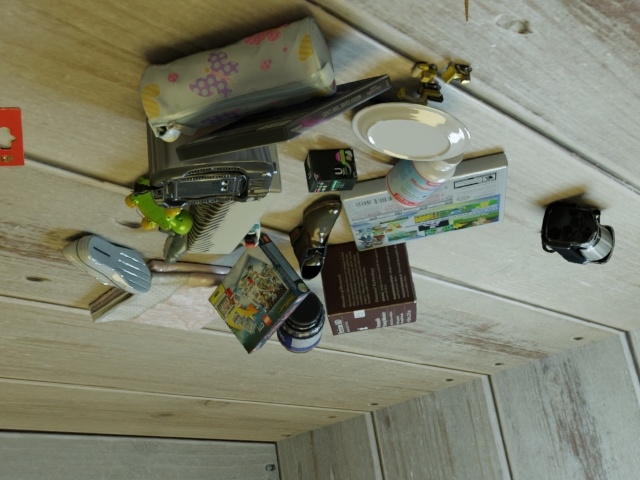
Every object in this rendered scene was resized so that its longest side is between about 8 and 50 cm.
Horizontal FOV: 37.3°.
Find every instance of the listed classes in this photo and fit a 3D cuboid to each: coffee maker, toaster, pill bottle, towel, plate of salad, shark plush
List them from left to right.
[{"bbox_3d":[-0.335,0.137,2.237,0.316,0.053,0.332,8,154,-38],"label":"towel"},{"bbox_3d":[-0.246,-0.004,1.892,0.161,0.067,0.073,-16,158,16],"label":"shark plush"},{"bbox_3d":[-0.185,-0.139,1.469,0.226,0.147,0.129,-6,158,-10],"label":"toaster"},{"bbox_3d":[-0.050,0.203,2.424,0.122,0.123,0.219,-7,158,-7],"label":"pill bottle"},{"bbox_3d":[0.151,-0.186,1.573,0.199,0.048,0.200,10,161,4],"label":"plate of salad"},{"bbox_3d":[0.190,-0.130,1.728,0.087,0.087,0.160,2,156,-26],"label":"pill bottle"},{"bbox_3d":[0.561,-0.008,2.147,0.171,0.120,0.178,-20,156,26],"label":"coffee maker"}]

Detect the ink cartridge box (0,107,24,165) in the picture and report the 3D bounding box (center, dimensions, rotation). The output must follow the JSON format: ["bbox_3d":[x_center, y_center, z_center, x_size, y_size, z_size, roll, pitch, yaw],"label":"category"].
[{"bbox_3d":[-0.577,-0.134,1.449,0.232,0.066,0.189,1,156,-15],"label":"ink cartridge box"}]

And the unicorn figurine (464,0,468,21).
[{"bbox_3d":[0.196,-0.368,1.187,0.111,0.060,0.162,-20,140,26],"label":"unicorn figurine"}]

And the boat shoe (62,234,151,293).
[{"bbox_3d":[-0.437,0.047,1.952,0.075,0.083,0.226,-6,150,25],"label":"boat shoe"}]

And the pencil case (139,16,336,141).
[{"bbox_3d":[-0.115,-0.222,1.324,0.273,0.124,0.114,-15,118,10],"label":"pencil case"}]

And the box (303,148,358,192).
[{"bbox_3d":[0.018,-0.125,1.704,0.083,0.062,0.052,-4,159,-13],"label":"box"}]

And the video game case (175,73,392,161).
[{"bbox_3d":[-0.047,-0.175,1.344,0.196,0.026,0.274,-6,-163,37],"label":"video game case"}]

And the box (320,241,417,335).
[{"bbox_3d":[0.109,0.104,2.176,0.203,0.167,0.168,-10,159,2],"label":"box"}]

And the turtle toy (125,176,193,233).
[{"bbox_3d":[-0.280,-0.062,1.696,0.095,0.130,0.066,-23,-161,38],"label":"turtle toy"}]

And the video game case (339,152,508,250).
[{"bbox_3d":[0.218,-0.073,1.958,0.328,0.036,0.300,-12,158,5],"label":"video game case"}]

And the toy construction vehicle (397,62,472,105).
[{"bbox_3d":[0.181,-0.246,1.504,0.098,0.035,0.086,3,156,-28],"label":"toy construction vehicle"}]

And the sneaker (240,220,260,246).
[{"bbox_3d":[-0.152,-0.014,1.896,0.057,0.075,0.161,-4,158,-13],"label":"sneaker"}]

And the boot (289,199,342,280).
[{"bbox_3d":[0.000,0.000,1.951,0.082,0.106,0.219,-2,158,-20],"label":"boot"}]

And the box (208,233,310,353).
[{"bbox_3d":[-0.137,0.119,2.056,0.044,0.159,0.233,-25,161,-47],"label":"box"}]

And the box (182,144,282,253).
[{"bbox_3d":[-0.163,-0.076,1.690,0.094,0.113,0.275,2,155,-24],"label":"box"}]
